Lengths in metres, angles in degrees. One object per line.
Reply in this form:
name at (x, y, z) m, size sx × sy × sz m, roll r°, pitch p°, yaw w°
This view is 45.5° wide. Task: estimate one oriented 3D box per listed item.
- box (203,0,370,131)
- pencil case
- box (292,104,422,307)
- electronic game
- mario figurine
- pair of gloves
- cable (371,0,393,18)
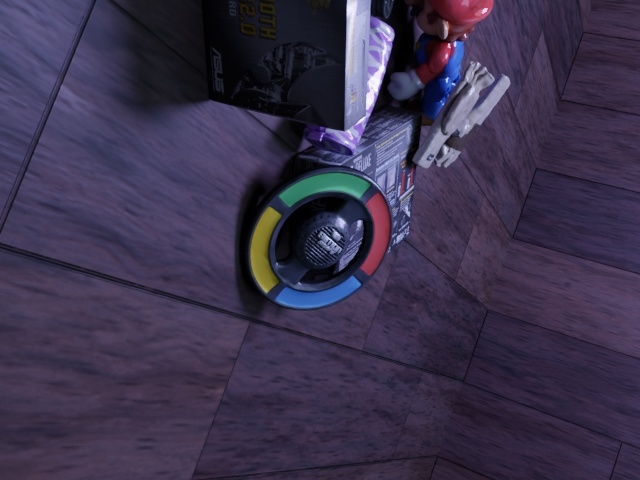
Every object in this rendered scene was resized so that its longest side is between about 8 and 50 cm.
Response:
box at (-0.038, -0.247, 0.816) m, size 0.056 × 0.183 × 0.231 m, roll -42°, pitch 142°, yaw -47°
pencil case at (0.041, -0.223, 1.083) m, size 0.088 × 0.086 × 0.206 m, roll 36°, pitch 70°, yaw -71°
box at (0.064, -0.065, 1.258) m, size 0.307 × 0.077 × 0.242 m, roll -38°, pitch 138°, yaw -50°
electronic game at (0.000, 0.000, 1.087) m, size 0.229 × 0.048 × 0.229 m, roll -11°, pitch 121°, yaw -19°
mario figurine at (0.188, -0.358, 1.318) m, size 0.320 × 0.170 × 0.198 m, roll 89°, pitch -7°, yaw -54°
pair of gloves at (0.248, -0.219, 1.362) m, size 0.204 × 0.042 × 0.240 m, roll -56°, pitch 162°, yaw 19°
cable at (0.095, -0.478, 1.117) m, size 0.287 × 0.072 × 0.139 m, roll 98°, pitch 7°, yaw -47°
